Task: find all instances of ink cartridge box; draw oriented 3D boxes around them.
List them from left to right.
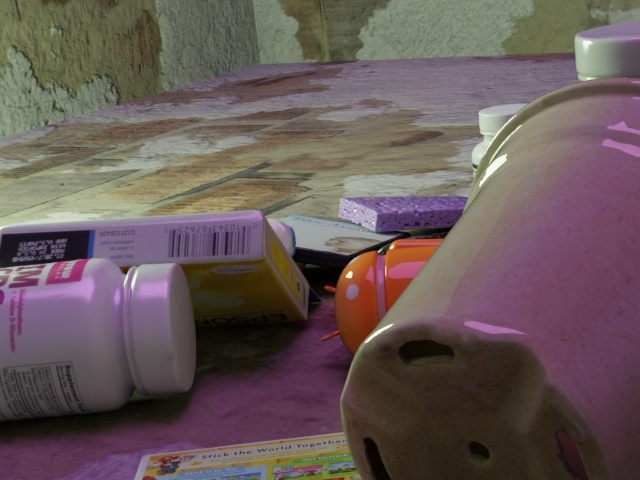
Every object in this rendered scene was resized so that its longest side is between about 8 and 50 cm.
[{"bbox_3d":[-0.175,0.056,1.662,0.303,0.072,0.307,-4,-24,12],"label":"ink cartridge box"}]

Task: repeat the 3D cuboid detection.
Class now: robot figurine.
[{"bbox_3d":[0.110,0.069,1.498,0.219,0.158,0.128,-5,-8,8],"label":"robot figurine"}]

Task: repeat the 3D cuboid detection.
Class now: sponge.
[{"bbox_3d":[0.143,-0.040,2.052,0.210,0.031,0.117,-2,11,-27],"label":"sponge"}]

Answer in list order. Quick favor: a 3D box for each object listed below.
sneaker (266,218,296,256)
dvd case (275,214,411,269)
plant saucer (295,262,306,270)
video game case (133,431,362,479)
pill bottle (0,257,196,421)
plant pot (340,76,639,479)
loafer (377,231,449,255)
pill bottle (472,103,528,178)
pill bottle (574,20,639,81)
[{"bbox_3d":[-0.143,0.019,1.764,0.228,0.087,0.092,-13,-26,6],"label":"sneaker"},{"bbox_3d":[0.000,0.000,1.916,0.180,0.022,0.253,9,10,20],"label":"dvd case"},{"bbox_3d":[-0.115,0.044,1.898,0.200,0.037,0.200,-7,15,2],"label":"plant saucer"},{"bbox_3d":[-0.051,0.217,1.197,0.227,0.026,0.206,-7,14,3],"label":"video game case"},{"bbox_3d":[-0.280,0.103,1.485,0.283,0.160,0.160,-6,14,5],"label":"pill bottle"},{"bbox_3d":[0.188,0.087,1.085,0.334,0.334,0.305,4,29,37],"label":"plant pot"},{"bbox_3d":[0.171,0.028,1.763,0.220,0.080,0.078,-3,4,-6],"label":"loafer"},{"bbox_3d":[0.255,-0.077,1.871,0.108,0.193,0.108,-6,14,2],"label":"pill bottle"},{"bbox_3d":[0.332,-0.042,1.398,0.188,0.334,0.188,-7,14,2],"label":"pill bottle"}]
